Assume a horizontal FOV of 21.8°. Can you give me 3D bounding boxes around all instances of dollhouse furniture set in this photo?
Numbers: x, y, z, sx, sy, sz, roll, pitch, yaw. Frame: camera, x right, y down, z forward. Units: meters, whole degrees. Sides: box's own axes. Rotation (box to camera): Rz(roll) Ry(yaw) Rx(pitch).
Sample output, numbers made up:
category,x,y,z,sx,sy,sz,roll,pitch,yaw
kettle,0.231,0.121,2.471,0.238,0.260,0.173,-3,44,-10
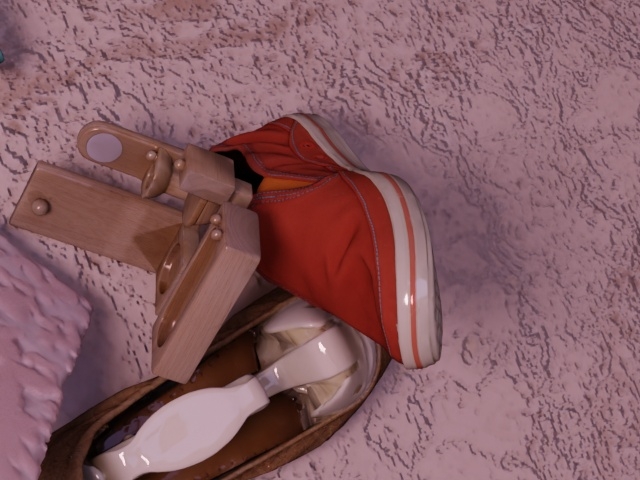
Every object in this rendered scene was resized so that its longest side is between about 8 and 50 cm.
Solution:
category,x,y,z,sx,sy,sz,roll,pitch,yaw
dollhouse furniture set,-0.127,-0.002,1.096,0.123,0.144,0.151,20,33,-19

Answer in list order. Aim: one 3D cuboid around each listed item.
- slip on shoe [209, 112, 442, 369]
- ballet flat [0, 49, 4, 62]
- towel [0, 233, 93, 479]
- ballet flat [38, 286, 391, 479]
category,x,y,z,sx,sy,sz,roll,pitch,yaw
slip on shoe,0.000,0.000,1.124,0.101,0.331,0.123,-14,116,-15
ballet flat,-0.313,-0.206,1.157,0.086,0.086,0.248,-28,85,-31
towel,-0.293,0.031,0.982,0.317,0.053,0.332,36,18,-12
ballet flat,-0.053,0.107,1.140,0.342,0.124,0.116,-26,87,-31
